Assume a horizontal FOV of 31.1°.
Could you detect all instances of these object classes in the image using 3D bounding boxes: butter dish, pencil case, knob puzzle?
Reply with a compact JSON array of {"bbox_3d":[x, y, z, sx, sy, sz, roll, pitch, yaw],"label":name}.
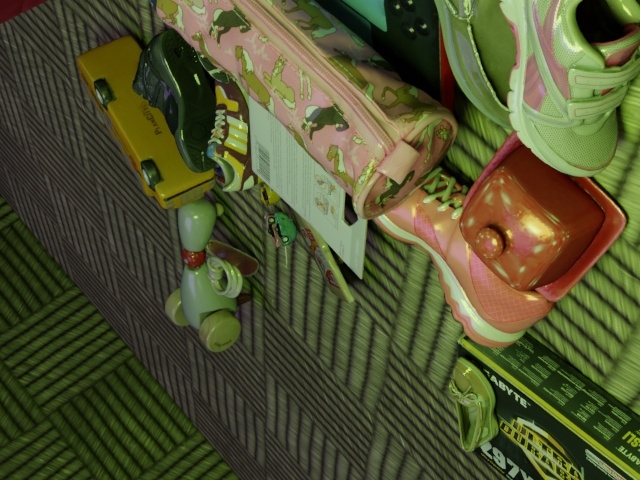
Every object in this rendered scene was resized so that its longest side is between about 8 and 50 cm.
[{"bbox_3d":[0.208,-0.014,1.213,0.160,0.118,0.160,48,136,17],"label":"butter dish"},{"bbox_3d":[-0.019,-0.195,1.282,0.386,0.167,0.160,46,132,17],"label":"pencil case"},{"bbox_3d":[0.000,0.000,1.815,0.213,0.030,0.213,61,174,11],"label":"knob puzzle"}]

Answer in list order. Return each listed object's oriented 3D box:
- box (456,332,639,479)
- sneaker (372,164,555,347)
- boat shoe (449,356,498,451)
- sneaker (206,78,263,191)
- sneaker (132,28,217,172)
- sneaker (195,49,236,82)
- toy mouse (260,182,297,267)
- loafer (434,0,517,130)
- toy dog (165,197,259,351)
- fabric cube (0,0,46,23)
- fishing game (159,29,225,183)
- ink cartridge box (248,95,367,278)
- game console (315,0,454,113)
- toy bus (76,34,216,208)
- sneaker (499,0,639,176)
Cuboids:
[{"bbox_3d":[0.320,0.273,1.506,0.322,0.079,0.257,39,156,35],"label":"box"},{"bbox_3d":[0.171,-0.023,1.372,0.314,0.116,0.136,51,145,0],"label":"sneaker"},{"bbox_3d":[0.196,0.217,1.508,0.056,0.048,0.153,35,152,41],"label":"boat shoe"},{"bbox_3d":[-0.142,-0.167,1.777,0.069,0.084,0.185,-4,106,67],"label":"sneaker"},{"bbox_3d":[-0.228,-0.218,1.835,0.130,0.087,0.227,-2,110,59],"label":"sneaker"},{"bbox_3d":[-0.154,-0.353,1.574,0.118,0.107,0.279,-124,14,-58],"label":"sneaker"},{"bbox_3d":[-0.064,-0.026,1.887,0.161,0.031,0.143,129,123,-75],"label":"toy mouse"},{"bbox_3d":[0.163,-0.215,1.076,0.251,0.094,0.087,61,162,-16],"label":"loafer"},{"bbox_3d":[-0.195,0.059,2.232,0.220,0.161,0.333,50,144,20],"label":"toy dog"},{"bbox_3d":[-0.550,-0.519,1.897,0.254,0.259,0.258,58,159,-6],"label":"fabric cube"},{"bbox_3d":[-0.203,-0.223,1.916,0.189,0.041,0.264,27,138,49],"label":"fishing game"},{"bbox_3d":[0.001,-0.119,1.602,0.261,0.066,0.296,45,157,23],"label":"ink cartridge box"},{"bbox_3d":[0.010,-0.305,1.315,0.386,0.060,0.342,43,156,29],"label":"game console"},{"bbox_3d":[-0.296,-0.194,1.948,0.332,0.108,0.130,57,162,21],"label":"toy bus"},{"bbox_3d":[0.230,-0.157,1.013,0.111,0.103,0.252,31,150,49],"label":"sneaker"}]
